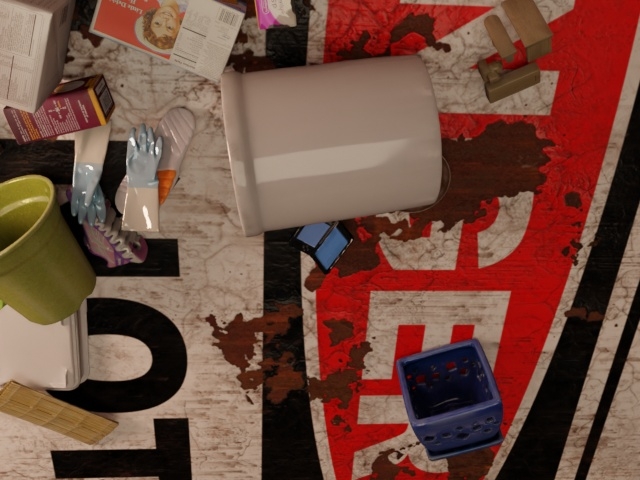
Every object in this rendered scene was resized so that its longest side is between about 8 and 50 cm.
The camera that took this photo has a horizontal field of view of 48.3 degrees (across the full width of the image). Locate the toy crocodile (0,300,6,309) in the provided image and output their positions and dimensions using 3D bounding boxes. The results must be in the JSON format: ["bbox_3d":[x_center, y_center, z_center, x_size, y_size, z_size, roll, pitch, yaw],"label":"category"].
[{"bbox_3d":[-0.849,0.045,1.602,0.341,0.115,0.105,28,114,-17],"label":"toy crocodile"}]

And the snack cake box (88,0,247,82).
[{"bbox_3d":[-0.292,-0.433,1.386,0.264,0.089,0.152,20,119,-15],"label":"snack cake box"}]

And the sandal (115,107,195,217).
[{"bbox_3d":[-0.342,-0.161,1.551,0.102,0.076,0.265,32,94,2],"label":"sandal"}]

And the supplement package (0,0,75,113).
[{"bbox_3d":[-0.619,-0.393,1.319,0.263,0.199,0.198,15,118,-13],"label":"supplement package"}]

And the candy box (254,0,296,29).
[{"bbox_3d":[-0.088,-0.489,1.286,0.071,0.233,0.159,-7,120,-1],"label":"candy box"}]

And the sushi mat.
[{"bbox_3d":[-0.698,0.456,1.871,0.151,0.019,0.317,-36,127,28],"label":"sushi mat"}]

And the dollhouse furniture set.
[{"bbox_3d":[0.393,-0.401,1.495,0.144,0.123,0.151,-22,154,9],"label":"dollhouse furniture set"}]

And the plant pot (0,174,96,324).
[{"bbox_3d":[-0.634,0.041,1.560,0.276,0.276,0.254,-20,132,7],"label":"plant pot"}]

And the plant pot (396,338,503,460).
[{"bbox_3d":[0.344,0.429,1.866,0.236,0.236,0.212,-16,126,4],"label":"plant pot"}]

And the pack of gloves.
[{"bbox_3d":[-0.433,-0.137,1.497,0.195,0.046,0.232,3,92,5],"label":"pack of gloves"}]

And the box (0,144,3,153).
[{"bbox_3d":[-0.808,-0.215,1.503,0.225,0.036,0.136,-16,120,3],"label":"box"}]

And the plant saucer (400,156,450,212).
[{"bbox_3d":[0.211,-0.143,1.631,0.169,0.029,0.168,-2,120,-4],"label":"plant saucer"}]

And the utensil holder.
[{"bbox_3d":[0.018,-0.192,1.421,0.386,0.327,0.327,-7,121,-3],"label":"utensil holder"}]

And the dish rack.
[{"bbox_3d":[-0.726,0.247,1.763,0.286,0.072,0.332,4,121,-7],"label":"dish rack"}]

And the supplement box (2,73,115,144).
[{"bbox_3d":[-0.528,-0.269,1.455,0.188,0.104,0.080,-13,120,3],"label":"supplement box"}]

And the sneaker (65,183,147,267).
[{"bbox_3d":[-0.501,-0.024,1.612,0.105,0.095,0.236,-24,120,18],"label":"sneaker"}]

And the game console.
[{"bbox_3d":[0.000,0.000,1.673,0.107,0.071,0.122,28,114,-19],"label":"game console"}]
